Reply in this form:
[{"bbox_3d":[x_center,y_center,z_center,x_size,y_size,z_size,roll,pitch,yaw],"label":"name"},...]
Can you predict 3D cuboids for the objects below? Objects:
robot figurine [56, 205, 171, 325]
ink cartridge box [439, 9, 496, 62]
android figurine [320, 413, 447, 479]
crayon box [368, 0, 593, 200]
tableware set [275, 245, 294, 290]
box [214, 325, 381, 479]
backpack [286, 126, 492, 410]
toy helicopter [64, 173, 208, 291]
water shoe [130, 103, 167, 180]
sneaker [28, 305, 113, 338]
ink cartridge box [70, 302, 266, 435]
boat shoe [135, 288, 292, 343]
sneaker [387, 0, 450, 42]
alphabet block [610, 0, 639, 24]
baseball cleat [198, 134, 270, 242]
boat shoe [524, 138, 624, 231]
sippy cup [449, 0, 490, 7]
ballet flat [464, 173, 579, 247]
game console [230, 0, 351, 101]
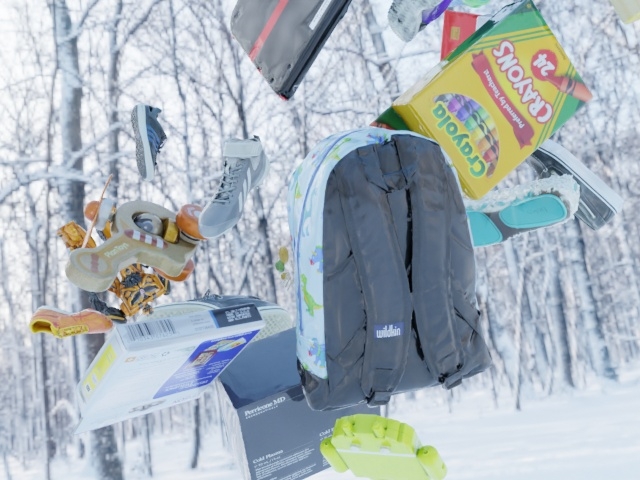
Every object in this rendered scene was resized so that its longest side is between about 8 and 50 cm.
[{"bbox_3d":[-0.488,0.060,1.742,0.211,0.291,0.085,-38,7,-30],"label":"robot figurine"},{"bbox_3d":[0.379,-0.386,1.730,0.261,0.296,0.066,20,31,35],"label":"ink cartridge box"},{"bbox_3d":[0.122,0.425,1.443,0.248,0.056,0.273,-2,-41,24],"label":"android figurine"},{"bbox_3d":[0.261,-0.209,1.171,0.318,0.202,0.081,-42,16,-6],"label":"crayon box"},{"bbox_3d":[-0.073,0.048,1.860,0.024,0.104,0.154,-9,-37,-32],"label":"tableware set"},{"bbox_3d":[-0.046,0.373,1.668,0.343,0.179,0.312,-18,-52,-19],"label":"box"},{"bbox_3d":[0.079,0.016,1.026,0.290,0.355,0.273,-13,25,-14],"label":"backpack"},{"bbox_3d":[-0.357,-0.004,1.321,0.140,0.235,0.355,-56,-2,22],"label":"toy helicopter"},{"bbox_3d":[-0.415,-0.246,1.798,0.080,0.203,0.073,-2,-15,-32],"label":"water shoe"},{"bbox_3d":[-0.516,0.179,1.504,0.175,0.067,0.064,0,-50,7],"label":"sneaker"},{"bbox_3d":[-0.302,0.242,1.394,0.304,0.072,0.307,-7,-30,-45],"label":"ink cartridge box"},{"bbox_3d":[-0.319,0.245,2.130,0.500,0.186,0.156,1,19,-39],"label":"boat shoe"},{"bbox_3d":[0.243,-0.543,1.534,0.146,0.102,0.293,-39,1,-15],"label":"sneaker"},{"bbox_3d":[0.551,-0.493,1.151,0.193,0.197,0.192,-26,-6,-31],"label":"alphabet block"},{"bbox_3d":[-0.150,-0.097,1.179,0.072,0.206,0.109,5,-47,22],"label":"baseball cleat"},{"bbox_3d":[0.623,-0.155,1.885,0.119,0.335,0.121,-50,-13,-2],"label":"boat shoe"},{"bbox_3d":[0.306,-0.704,1.880,0.224,0.240,0.305,-2,5,38],"label":"sippy cup"},{"bbox_3d":[0.462,-0.075,1.803,0.147,0.147,0.409,4,-11,-43],"label":"ballet flat"},{"bbox_3d":[-0.026,-0.497,1.389,0.060,0.342,0.386,16,-62,-39],"label":"game console"}]
